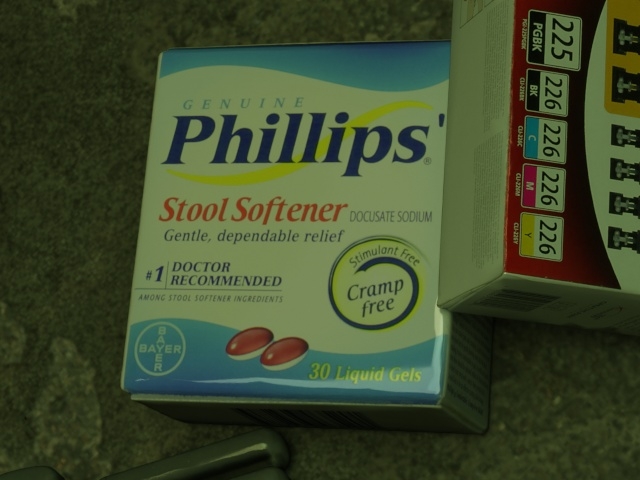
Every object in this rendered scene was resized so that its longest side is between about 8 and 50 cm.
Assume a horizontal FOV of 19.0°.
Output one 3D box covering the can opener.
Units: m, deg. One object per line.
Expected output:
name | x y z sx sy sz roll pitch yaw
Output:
can opener | -0.165 0.211 1.544 0.283 0.095 0.076 -19 51 12

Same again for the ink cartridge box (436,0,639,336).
ink cartridge box | 0.240 -0.092 1.415 0.271 0.130 0.309 8 75 -17

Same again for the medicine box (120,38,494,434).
medicine box | 0.000 0.000 1.526 0.263 0.149 0.289 0 75 18
